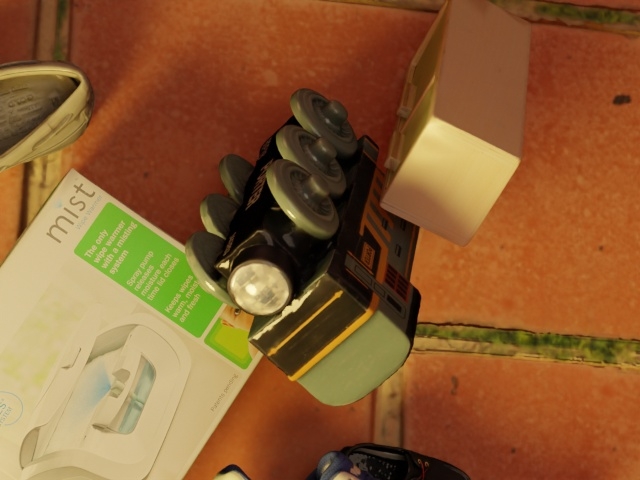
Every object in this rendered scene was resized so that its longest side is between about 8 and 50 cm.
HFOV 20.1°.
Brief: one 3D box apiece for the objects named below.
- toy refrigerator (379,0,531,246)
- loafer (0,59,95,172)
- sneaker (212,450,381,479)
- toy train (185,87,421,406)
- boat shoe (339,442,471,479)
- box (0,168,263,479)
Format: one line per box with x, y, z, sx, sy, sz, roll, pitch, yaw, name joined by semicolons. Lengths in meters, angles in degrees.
0.120;-0.118;1.612;0.094;0.102;0.269;26;32;-8;toy refrigerator
-0.347;-0.083;1.565;0.319;0.111;0.112;-26;86;-17;loafer
0.044;0.250;1.575;0.296;0.112;0.131;0;94;-12;sneaker
0.000;0.000;1.548;0.142;0.334;0.190;-41;104;21;toy train
0.078;0.215;1.645;0.133;0.042;0.049;13;74;-12;boat shoe
-0.201;0.114;1.556;0.231;0.127;0.262;36;73;-6;box
